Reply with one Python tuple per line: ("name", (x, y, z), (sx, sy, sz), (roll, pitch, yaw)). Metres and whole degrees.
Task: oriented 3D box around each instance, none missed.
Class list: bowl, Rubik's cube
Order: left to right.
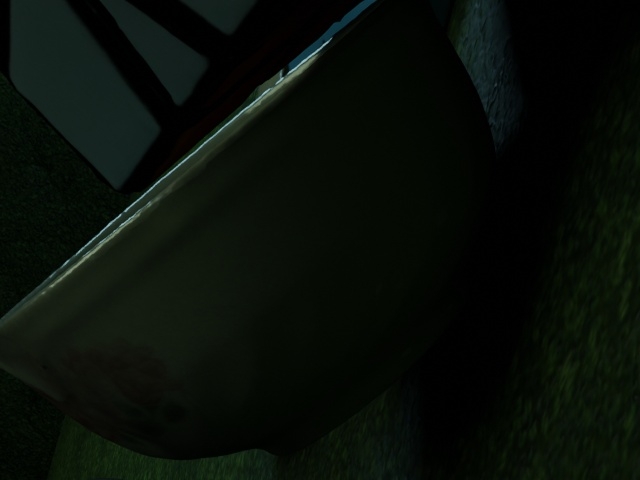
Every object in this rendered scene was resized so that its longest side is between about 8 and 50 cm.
("Rubik's cube", (-0.059, -0.236, 0.736), (0.283, 0.288, 0.293), (-45, 0, -34))
("bowl", (-0.019, 0.009, 0.772), (0.277, 0.145, 0.277), (-41, 8, 7))

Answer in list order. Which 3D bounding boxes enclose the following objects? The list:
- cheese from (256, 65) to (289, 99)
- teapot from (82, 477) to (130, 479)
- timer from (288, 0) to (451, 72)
("cheese", (-0.028, -0.227, 1.510), (0.085, 0.034, 0.400), (119, 161, -52))
("teapot", (-0.146, 0.292, 1.140), (0.251, 0.183, 0.183), (40, 115, 64))
("timer", (0.041, -0.189, 1.099), (0.232, 0.091, 0.250), (126, 144, -60))
